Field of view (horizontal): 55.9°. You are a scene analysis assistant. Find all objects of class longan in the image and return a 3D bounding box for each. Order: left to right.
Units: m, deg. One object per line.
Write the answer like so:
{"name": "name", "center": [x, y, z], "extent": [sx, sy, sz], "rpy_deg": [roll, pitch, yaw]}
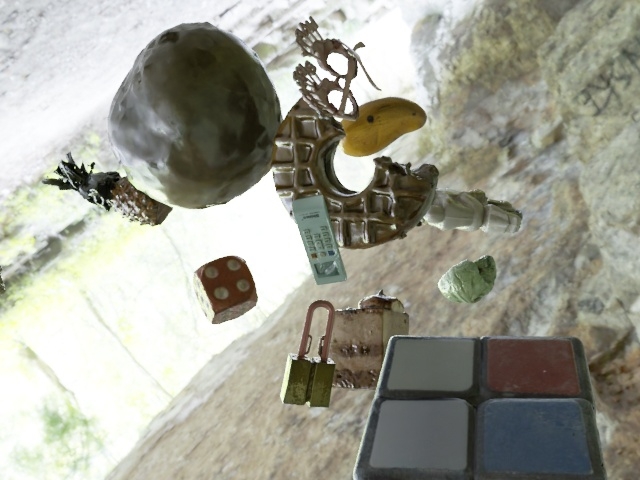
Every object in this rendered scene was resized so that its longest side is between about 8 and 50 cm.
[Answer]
{"name": "longan", "center": [-0.285, -0.284, 1.445], "extent": [0.436, 0.404, 0.404], "rpy_deg": [-48, -171, 27]}

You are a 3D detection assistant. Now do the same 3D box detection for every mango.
{"name": "mango", "center": [0.183, -0.365, 1.893], "extent": [0.295, 0.177, 0.120], "rpy_deg": [-25, -130, 2]}

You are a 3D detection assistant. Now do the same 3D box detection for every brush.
{"name": "brush", "center": [-0.016, 0.239, 1.299], "extent": [0.047, 0.103, 0.233], "rpy_deg": [-150, -110, -74]}

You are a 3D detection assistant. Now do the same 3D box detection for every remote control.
{"name": "remote control", "center": [0.000, 0.000, 1.055], "extent": [0.061, 0.162, 0.029], "rpy_deg": [-9, -158, 20]}

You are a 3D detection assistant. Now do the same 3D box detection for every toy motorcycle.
{"name": "toy motorcycle", "center": [0.344, -0.082, 1.553], "extent": [0.341, 0.107, 0.223], "rpy_deg": [13, -161, 19]}

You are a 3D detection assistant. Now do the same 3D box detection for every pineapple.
{"name": "pineapple", "center": [-0.592, -0.144, 1.664], "extent": [0.165, 0.365, 0.165], "rpy_deg": [15, 90, -87]}

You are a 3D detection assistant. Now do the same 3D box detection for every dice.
{"name": "dice", "center": [-0.309, 0.163, 1.978], "extent": [0.174, 0.179, 0.175], "rpy_deg": [-20, 157, -25]}

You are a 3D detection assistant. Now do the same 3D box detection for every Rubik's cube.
{"name": "Rubik's cube", "center": [0.249, 0.353, 0.909], "extent": [0.317, 0.318, 0.313], "rpy_deg": [-2, -153, 18]}

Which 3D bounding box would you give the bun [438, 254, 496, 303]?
{"name": "bun", "center": [0.497, 0.136, 1.977], "extent": [0.213, 0.126, 0.203], "rpy_deg": [-25, 160, -16]}

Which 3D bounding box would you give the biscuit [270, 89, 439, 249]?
{"name": "biscuit", "center": [0.048, -0.125, 1.253], "extent": [0.268, 0.366, 0.115], "rpy_deg": [-55, 163, 22]}

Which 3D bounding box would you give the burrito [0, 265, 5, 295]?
{"name": "burrito", "center": [-0.654, 0.046, 1.172], "extent": [0.041, 0.149, 0.055], "rpy_deg": [-38, 160, 34]}

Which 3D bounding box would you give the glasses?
{"name": "glasses", "center": [0.025, -0.334, 1.156], "extent": [0.095, 0.162, 0.255], "rpy_deg": [-43, -140, 47]}

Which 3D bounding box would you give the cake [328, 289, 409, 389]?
{"name": "cake", "center": [0.135, 0.285, 1.727], "extent": [0.199, 0.196, 0.292], "rpy_deg": [-5, -104, 34]}
